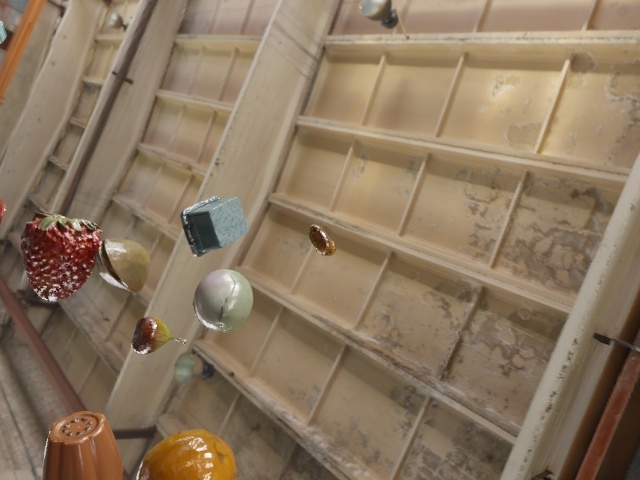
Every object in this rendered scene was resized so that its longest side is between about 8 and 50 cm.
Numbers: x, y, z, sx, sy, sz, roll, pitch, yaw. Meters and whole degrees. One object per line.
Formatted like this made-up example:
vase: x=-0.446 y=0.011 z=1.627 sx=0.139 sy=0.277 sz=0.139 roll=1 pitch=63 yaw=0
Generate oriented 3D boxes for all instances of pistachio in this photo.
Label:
pistachio: x=-0.703 y=0.089 z=1.697 sx=0.162 sy=0.260 sz=0.213 roll=-33 pitch=-89 yaw=2

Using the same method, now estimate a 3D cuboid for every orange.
orange: x=-0.413 y=0.751 z=1.499 sx=0.312 sy=0.312 sz=0.312 roll=-16 pitch=-115 yaw=36

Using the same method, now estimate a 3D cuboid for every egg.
egg: x=-0.295 y=0.186 z=1.454 sx=0.183 sy=0.183 sz=0.217 roll=-60 pitch=-165 yaw=7

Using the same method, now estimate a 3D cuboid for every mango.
mango: x=0.000 y=0.000 z=1.617 sx=0.063 sy=0.077 sz=0.127 roll=-37 pitch=-99 yaw=16

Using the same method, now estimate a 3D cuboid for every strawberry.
strawberry: x=-0.953 y=0.073 z=1.750 sx=0.292 sy=0.292 sz=0.344 roll=14 pitch=-84 yaw=43

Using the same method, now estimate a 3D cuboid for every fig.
fig: x=-0.711 y=0.413 z=2.078 sx=0.143 sy=0.230 sz=0.160 roll=2 pitch=-100 yaw=28

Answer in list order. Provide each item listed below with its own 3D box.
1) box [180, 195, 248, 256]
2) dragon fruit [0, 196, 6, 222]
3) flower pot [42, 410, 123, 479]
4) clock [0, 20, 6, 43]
box: x=-0.348 y=-0.055 z=1.583 sx=0.130 sy=0.227 sz=0.162 roll=-8 pitch=-74 yaw=25
dragon fruit: x=-0.910 y=-0.100 z=1.177 sx=0.269 sy=0.198 sz=0.200 roll=28 pitch=-62 yaw=7
flower pot: x=-0.592 y=0.533 z=1.183 sx=0.190 sy=0.190 sz=0.173 roll=19 pitch=-66 yaw=43
clock: x=-0.828 y=-0.487 z=1.118 sx=0.108 sy=0.147 sz=0.045 roll=-117 pitch=-155 yaw=-51
